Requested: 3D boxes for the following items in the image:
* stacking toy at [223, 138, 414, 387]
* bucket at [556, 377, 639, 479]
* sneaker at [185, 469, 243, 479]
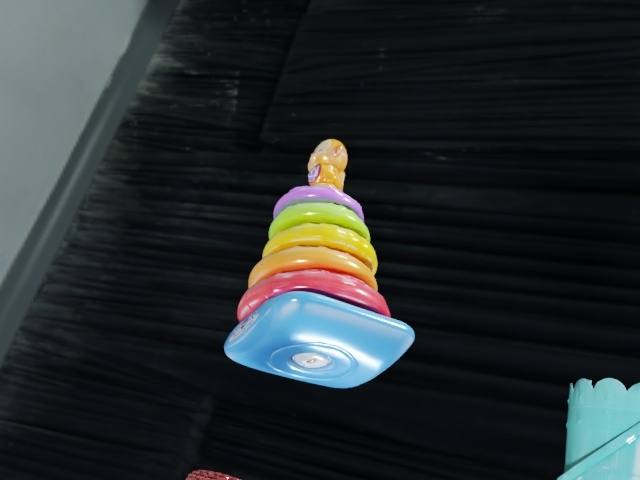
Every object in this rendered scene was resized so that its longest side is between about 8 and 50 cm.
[{"bbox_3d":[0.000,0.000,0.830,0.166,0.175,0.302,20,55,-22],"label":"stacking toy"},{"bbox_3d":[0.532,0.353,1.199,0.281,0.281,0.183,53,49,-59],"label":"bucket"},{"bbox_3d":[-0.070,0.308,0.736,0.093,0.088,0.225,-59,134,-31],"label":"sneaker"}]
